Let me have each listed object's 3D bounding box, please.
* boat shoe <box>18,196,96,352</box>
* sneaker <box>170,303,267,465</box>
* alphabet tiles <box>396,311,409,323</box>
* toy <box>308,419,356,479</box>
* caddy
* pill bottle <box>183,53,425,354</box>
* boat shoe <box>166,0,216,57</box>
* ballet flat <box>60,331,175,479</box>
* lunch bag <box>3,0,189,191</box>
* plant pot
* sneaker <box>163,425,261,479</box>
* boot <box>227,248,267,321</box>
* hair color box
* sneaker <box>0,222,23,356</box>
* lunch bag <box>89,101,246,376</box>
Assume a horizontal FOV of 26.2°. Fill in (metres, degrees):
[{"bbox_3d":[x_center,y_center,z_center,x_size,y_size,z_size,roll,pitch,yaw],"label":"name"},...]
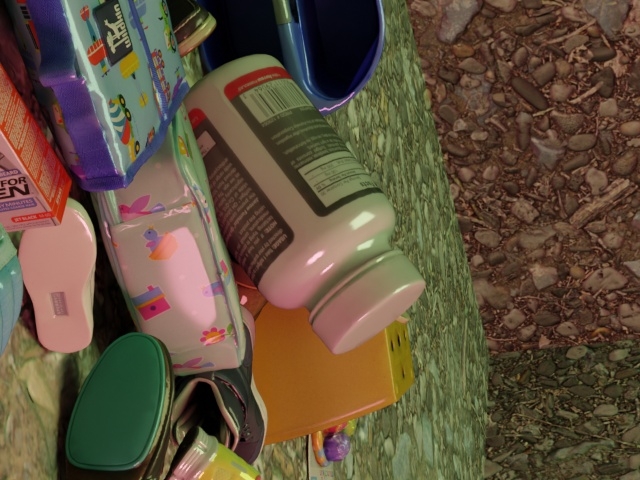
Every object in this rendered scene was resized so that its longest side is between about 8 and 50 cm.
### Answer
[{"bbox_3d":[-0.221,0.019,1.189,0.184,0.066,0.063,88,-5,-47],"label":"boat shoe"},{"bbox_3d":[-0.112,0.202,1.495,0.163,0.086,0.226,-79,167,-54],"label":"sneaker"},{"bbox_3d":[0.000,0.000,1.744,0.284,0.021,0.278,24,22,-40],"label":"alphabet tiles"},{"bbox_3d":[0.020,0.263,2.070,0.137,0.056,0.237,33,51,-70],"label":"toy"},{"bbox_3d":[-0.041,-0.325,1.760,0.179,0.241,0.341,-51,131,-76],"label":"caddy"},{"bbox_3d":[-0.028,-0.037,1.527,0.319,0.176,0.176,53,8,15],"label":"pill bottle"},{"bbox_3d":[-0.177,-0.229,1.376,0.073,0.080,0.223,55,-12,-27],"label":"boat shoe"},{"bbox_3d":[-0.190,0.223,1.239,0.096,0.095,0.281,77,23,-61],"label":"ballet flat"},{"bbox_3d":[-0.206,-0.176,1.136,0.293,0.138,0.221,-97,174,-69],"label":"lunch bag"},{"bbox_3d":[0.017,0.145,1.855,0.212,0.187,0.212,-20,103,-75],"label":"plant pot"},{"bbox_3d":[-0.118,0.267,1.329,0.208,0.094,0.081,119,-5,-48],"label":"sneaker"},{"bbox_3d":[-0.092,0.026,1.737,0.305,0.112,0.115,-72,-178,-69],"label":"boot"},{"bbox_3d":[-0.269,-0.076,1.051,0.167,0.093,0.053,67,21,-45],"label":"hair color box"},{"bbox_3d":[-0.289,0.005,0.880,0.208,0.127,0.319,-78,166,-47],"label":"sneaker"},{"bbox_3d":[-0.155,-0.010,1.377,0.224,0.107,0.279,-109,-175,-57],"label":"lunch bag"}]
